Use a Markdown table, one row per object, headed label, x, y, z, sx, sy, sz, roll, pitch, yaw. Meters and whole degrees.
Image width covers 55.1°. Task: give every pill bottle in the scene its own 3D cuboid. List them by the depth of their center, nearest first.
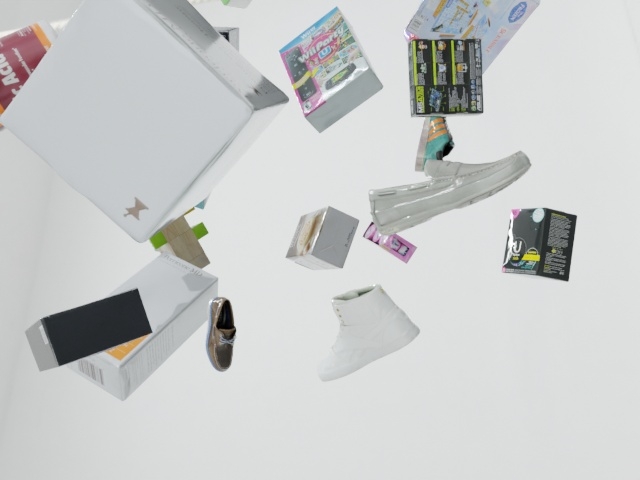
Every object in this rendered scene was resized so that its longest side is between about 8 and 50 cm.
| label | x | y | z | sx | sy | sz | roll | pitch | yaw |
| --- | --- | --- | --- | --- | --- | --- | --- | --- | --- |
| pill bottle | -0.896 | -0.440 | 1.728 | 0.224 | 0.392 | 0.224 | 52 | 164 | 22 |

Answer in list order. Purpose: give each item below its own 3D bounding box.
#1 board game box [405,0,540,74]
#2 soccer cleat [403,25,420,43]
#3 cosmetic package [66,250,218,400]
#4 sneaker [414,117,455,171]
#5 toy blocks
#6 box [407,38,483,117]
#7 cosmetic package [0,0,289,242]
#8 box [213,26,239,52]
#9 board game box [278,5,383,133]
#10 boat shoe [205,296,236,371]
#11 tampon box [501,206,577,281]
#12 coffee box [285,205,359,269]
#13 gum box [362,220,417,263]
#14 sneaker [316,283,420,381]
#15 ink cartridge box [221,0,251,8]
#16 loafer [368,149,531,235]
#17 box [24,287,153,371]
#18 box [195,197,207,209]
| label | x | y | z | sx | sy | sz | roll | pitch | yaw |
| --- | --- | --- | --- | --- | --- | --- | --- | --- | --- |
| board game box | 0.493 | -0.748 | 2.019 | 0.318 | 0.318 | 0.065 | -53 | 11 | 53 |
| soccer cleat | 0.359 | -0.672 | 2.167 | 0.095 | 0.083 | 0.248 | -14 | -113 | -41 |
| cosmetic package | -0.539 | 0.247 | 1.892 | 0.453 | 0.230 | 0.161 | -47 | -26 | -46 |
| sneaker | 0.410 | -0.358 | 2.129 | 0.108 | 0.121 | 0.302 | 76 | -153 | -64 |
| toy blocks | -0.548 | -0.022 | 2.218 | 0.261 | 0.191 | 0.381 | 3 | 125 | 60 |
| box | 0.314 | -0.407 | 1.539 | 0.045 | 0.184 | 0.190 | -160 | 66 | -82 |
| cosmetic package | -0.308 | -0.257 | 1.199 | 0.329 | 0.327 | 0.393 | 43 | -164 | -7 |
| box | -0.325 | -0.568 | 1.776 | 0.158 | 0.156 | 0.093 | -79 | -8 | -66 |
| board game box | 0.023 | -0.488 | 1.745 | 0.097 | 0.224 | 0.303 | 37 | -153 | -48 |
| boat shoe | -0.239 | 0.227 | 1.488 | 0.066 | 0.066 | 0.183 | -4 | -97 | -36 |
| tampon box | 0.519 | 0.009 | 1.457 | 0.120 | 0.102 | 0.160 | 180 | 100 | -66 |
| coffee box | 0.000 | 0.000 | 1.674 | 0.141 | 0.098 | 0.246 | -69 | 16 | -11 |
| gum box | 0.212 | 0.005 | 1.888 | 0.062 | 0.107 | 0.188 | -58 | 16 | 2 |
| sneaker | 0.066 | 0.200 | 1.386 | 0.169 | 0.293 | 0.108 | 52 | -146 | -3 |
| ink cartridge box | -0.302 | -0.950 | 2.044 | 0.115 | 0.198 | 0.272 | -19 | -108 | -51 |
| loafer | 0.235 | -0.107 | 1.170 | 0.112 | 0.320 | 0.111 | -17 | -95 | -66 |
| box | -0.475 | 0.184 | 1.243 | 0.261 | 0.184 | 0.103 | -23 | 89 | 57 |
| box | -0.426 | -0.244 | 2.321 | 0.100 | 0.060 | 0.244 | 113 | 176 | -58 |
